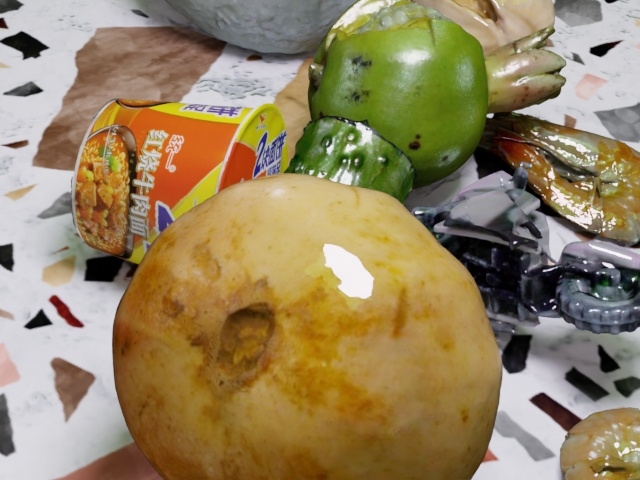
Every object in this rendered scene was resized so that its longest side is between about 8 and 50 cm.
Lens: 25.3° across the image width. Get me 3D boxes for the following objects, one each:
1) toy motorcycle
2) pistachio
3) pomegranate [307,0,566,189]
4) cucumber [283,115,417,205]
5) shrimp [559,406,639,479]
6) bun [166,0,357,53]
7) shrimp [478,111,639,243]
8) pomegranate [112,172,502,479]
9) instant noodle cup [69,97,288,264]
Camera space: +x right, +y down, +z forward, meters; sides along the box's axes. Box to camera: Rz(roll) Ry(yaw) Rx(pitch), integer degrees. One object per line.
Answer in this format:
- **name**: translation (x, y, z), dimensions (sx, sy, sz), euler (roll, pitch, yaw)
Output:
- **toy motorcycle**: translation (0.223, 0.010, 1.506), dimensions (0.327, 0.143, 0.188), euler (17, 35, 36)
- **pistachio**: translation (0.210, -0.306, 1.886), dimensions (0.157, 0.157, 0.229), euler (-16, 41, -27)
- **pomegranate**: translation (0.133, -0.173, 1.644), dimensions (0.302, 0.236, 0.236), euler (-4, 42, -13)
- **cucumber**: translation (-0.002, -0.002, 1.498), dimensions (0.134, 0.134, 0.244), euler (19, 65, 11)
- **shrimp**: translation (0.317, 0.246, 1.314), dimensions (0.145, 0.061, 0.267), euler (-6, 40, -21)
- **bun**: translation (-0.064, -0.415, 1.809), dimensions (0.362, 0.361, 0.211), euler (0, 0, -11)
- **shrimp**: translation (0.291, -0.084, 1.704), dimensions (0.294, 0.062, 0.154), euler (25, 48, 16)
- **pomegranate**: translation (-0.005, 0.105, 1.249), dimensions (0.338, 0.338, 0.338), euler (6, 40, -5)
- **instant noodle cup**: translation (-0.148, -0.053, 1.484), dimensions (0.174, 0.213, 0.213), euler (11, 39, 16)
